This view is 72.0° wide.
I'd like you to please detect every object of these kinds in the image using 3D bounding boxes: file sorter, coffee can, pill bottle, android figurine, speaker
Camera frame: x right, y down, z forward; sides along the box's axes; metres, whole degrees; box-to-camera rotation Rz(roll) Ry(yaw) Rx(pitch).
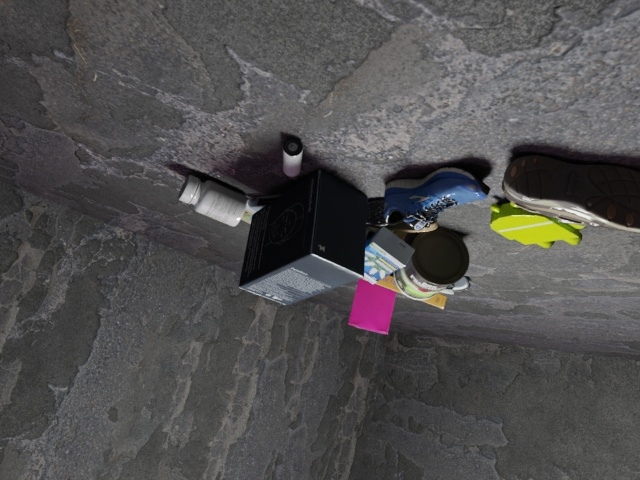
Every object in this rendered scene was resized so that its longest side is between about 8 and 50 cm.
[{"bbox_3d":[0.287,0.331,2.313,0.202,0.291,0.182,11,166,14],"label":"file sorter"},{"bbox_3d":[0.392,0.093,1.594,0.201,0.202,0.275,15,162,2],"label":"coffee can"},{"bbox_3d":[-0.402,-0.152,1.645,0.229,0.131,0.131,24,161,-26],"label":"pill bottle"},{"bbox_3d":[0.594,-0.048,1.231,0.272,0.056,0.248,23,162,-24],"label":"android figurine"},{"bbox_3d":[-0.079,-0.231,1.241,0.055,0.055,0.136,15,163,0],"label":"speaker"}]

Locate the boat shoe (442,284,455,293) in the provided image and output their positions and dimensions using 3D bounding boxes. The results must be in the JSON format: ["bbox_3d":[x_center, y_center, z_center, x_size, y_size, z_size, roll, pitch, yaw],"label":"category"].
[{"bbox_3d":[0.476,0.163,1.948,0.114,0.091,0.302,13,180,-37],"label":"boat shoe"}]

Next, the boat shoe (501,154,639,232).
[{"bbox_3d":[0.590,-0.100,0.991,0.355,0.132,0.130,21,174,13],"label":"boat shoe"}]

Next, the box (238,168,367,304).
[{"bbox_3d":[-0.058,0.006,1.434,0.211,0.294,0.395,25,147,-32],"label":"box"}]

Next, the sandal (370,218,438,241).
[{"bbox_3d":[0.281,-0.025,1.487,0.239,0.088,0.079,-1,118,34],"label":"sandal"}]

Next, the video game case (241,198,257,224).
[{"bbox_3d":[-0.277,-0.108,1.858,0.206,0.026,0.227,-2,157,44],"label":"video game case"}]

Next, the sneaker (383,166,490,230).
[{"bbox_3d":[0.300,-0.095,1.183,0.129,0.147,0.330,26,160,-32],"label":"sneaker"}]

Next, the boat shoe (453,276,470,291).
[{"bbox_3d":[0.573,0.199,2.015,0.228,0.080,0.076,-8,151,37],"label":"boat shoe"}]

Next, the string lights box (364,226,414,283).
[{"bbox_3d":[0.200,0.057,1.529,0.133,0.077,0.260,37,154,-2],"label":"string lights box"}]

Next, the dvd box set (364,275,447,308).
[{"bbox_3d":[0.383,0.220,2.062,0.420,0.062,0.307,20,176,18],"label":"dvd box set"}]

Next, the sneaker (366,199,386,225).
[{"bbox_3d":[0.178,-0.090,1.474,0.234,0.084,0.097,-2,-178,45],"label":"sneaker"}]

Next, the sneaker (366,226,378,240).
[{"bbox_3d":[0.235,0.042,1.713,0.321,0.126,0.127,29,164,-33],"label":"sneaker"}]

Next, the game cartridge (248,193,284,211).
[{"bbox_3d":[-0.107,-0.109,1.663,0.297,0.062,0.198,1,154,40],"label":"game cartridge"}]
